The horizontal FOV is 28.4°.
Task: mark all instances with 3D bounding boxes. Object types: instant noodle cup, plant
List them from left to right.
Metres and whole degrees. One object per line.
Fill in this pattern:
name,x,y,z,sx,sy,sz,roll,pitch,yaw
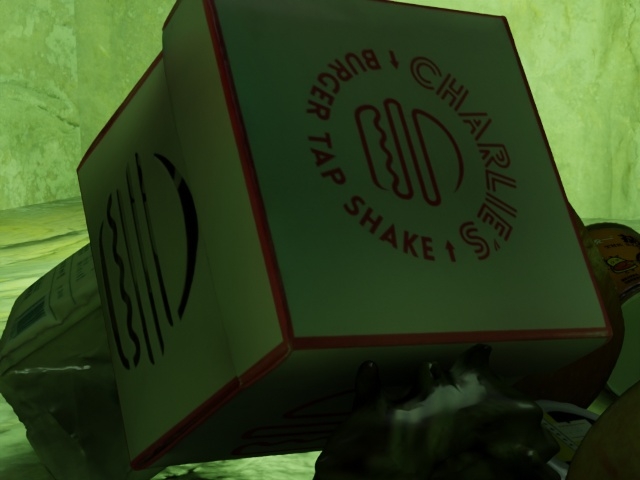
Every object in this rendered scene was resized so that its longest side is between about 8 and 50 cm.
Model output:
plant,0.050,0.172,0.968,0.180,0.251,0.333,14,6,-15
instant noodle cup,0.386,0.102,1.617,0.215,0.216,0.172,-3,18,-14

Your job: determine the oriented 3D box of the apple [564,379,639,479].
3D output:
apple,0.280,0.192,0.817,0.260,0.261,0.194,3,4,25

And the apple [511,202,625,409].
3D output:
apple,0.153,0.055,1.423,0.374,0.374,0.384,5,17,33

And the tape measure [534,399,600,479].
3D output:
tape measure,0.213,0.220,1.100,0.196,0.105,0.178,3,26,-40

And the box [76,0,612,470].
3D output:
box,0.000,0.000,1.067,0.312,0.314,0.300,1,-27,-34

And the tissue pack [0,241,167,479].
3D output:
tissue pack,-0.190,0.097,1.401,0.297,0.207,0.380,-34,12,-2
